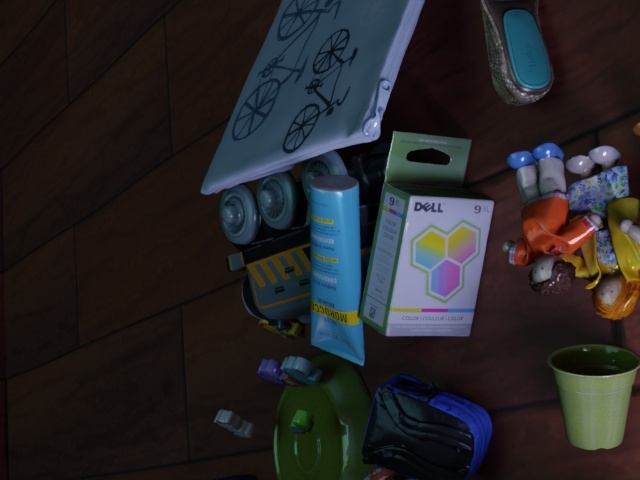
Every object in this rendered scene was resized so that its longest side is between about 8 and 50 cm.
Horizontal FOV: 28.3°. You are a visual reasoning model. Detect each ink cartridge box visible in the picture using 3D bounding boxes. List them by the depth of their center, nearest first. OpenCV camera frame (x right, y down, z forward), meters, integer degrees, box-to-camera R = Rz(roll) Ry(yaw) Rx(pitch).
[{"bbox_3d":[0.117,-0.005,1.349,0.062,0.109,0.209,28,111,57],"label":"ink cartridge box"}]

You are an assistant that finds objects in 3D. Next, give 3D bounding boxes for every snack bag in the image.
[{"bbox_3d":[0.011,-0.214,1.484,0.342,0.037,0.323,-15,47,52],"label":"snack bag"}]

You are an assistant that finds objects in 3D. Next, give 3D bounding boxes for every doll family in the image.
[{"bbox_3d":[0.286,-0.021,1.082,0.263,0.118,0.163,-25,59,38],"label":"doll family"}]

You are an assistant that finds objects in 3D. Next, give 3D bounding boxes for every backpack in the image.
[{"bbox_3d":[0.121,0.199,1.343,0.120,0.101,0.098,20,113,26],"label":"backpack"}]

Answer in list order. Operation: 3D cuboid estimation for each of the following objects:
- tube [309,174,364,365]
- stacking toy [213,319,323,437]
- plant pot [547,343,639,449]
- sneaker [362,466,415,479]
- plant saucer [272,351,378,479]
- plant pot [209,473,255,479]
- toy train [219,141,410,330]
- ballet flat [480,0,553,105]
[{"bbox_3d":[0.017,0.033,1.380,0.080,0.052,0.207,23,123,45],"label":"tube"},{"bbox_3d":[-0.043,0.162,1.604,0.221,0.052,0.167,-16,45,59],"label":"stacking toy"},{"bbox_3d":[0.248,0.145,1.151,0.083,0.083,0.079,23,119,59],"label":"plant pot"},{"bbox_3d":[0.109,0.299,1.353,0.270,0.090,0.145,133,130,-57],"label":"sneaker"},{"bbox_3d":[-0.004,0.262,1.616,0.241,0.037,0.241,-8,81,59],"label":"plant saucer"},{"bbox_3d":[-0.195,0.483,1.761,0.236,0.212,0.236,-58,42,40],"label":"plant pot"},{"bbox_3d":[0.000,0.000,1.515,0.334,0.142,0.190,-19,80,51],"label":"toy train"},{"bbox_3d":[0.187,-0.230,1.289,0.067,0.073,0.206,130,139,-67],"label":"ballet flat"}]
